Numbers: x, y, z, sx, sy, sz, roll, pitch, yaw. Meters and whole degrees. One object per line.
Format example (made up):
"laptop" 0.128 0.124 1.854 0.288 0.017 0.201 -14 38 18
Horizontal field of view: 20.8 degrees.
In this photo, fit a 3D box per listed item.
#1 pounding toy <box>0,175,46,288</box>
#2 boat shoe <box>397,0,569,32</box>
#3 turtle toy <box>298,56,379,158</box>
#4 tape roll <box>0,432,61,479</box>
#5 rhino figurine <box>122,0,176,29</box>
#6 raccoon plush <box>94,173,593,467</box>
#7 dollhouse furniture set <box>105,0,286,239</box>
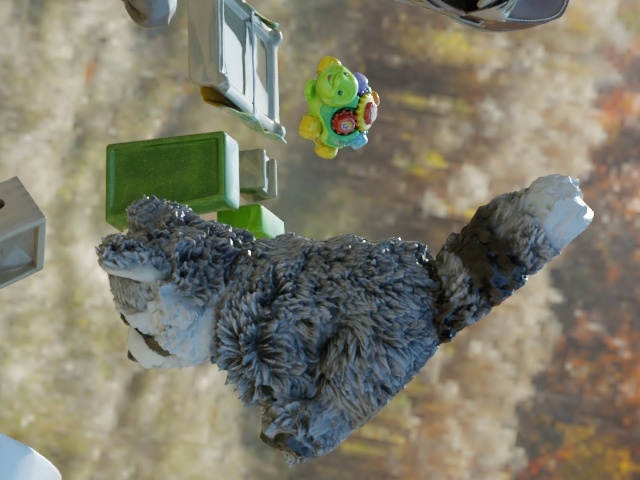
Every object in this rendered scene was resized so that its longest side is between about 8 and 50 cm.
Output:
"pounding toy" -0.388 -0.011 2.085 0.141 0.100 0.130 -26 154 -26
"boat shoe" 0.218 -0.342 2.363 0.116 0.324 0.123 28 -70 54
"turtle toy" 0.021 -0.144 1.834 0.130 0.066 0.095 46 57 -60
"tape roll" -0.391 0.231 1.628 0.286 0.286 0.100 80 21 -66
"rhino figurine" -0.235 -0.377 2.354 0.073 0.106 0.243 -34 159 -23
"raccoon plush" 0.000 0.000 1.702 0.446 0.299 0.216 -41 -175 1
"dollhouse furniture set" -0.147 -0.145 2.095 0.197 0.151 0.302 39 46 -63
